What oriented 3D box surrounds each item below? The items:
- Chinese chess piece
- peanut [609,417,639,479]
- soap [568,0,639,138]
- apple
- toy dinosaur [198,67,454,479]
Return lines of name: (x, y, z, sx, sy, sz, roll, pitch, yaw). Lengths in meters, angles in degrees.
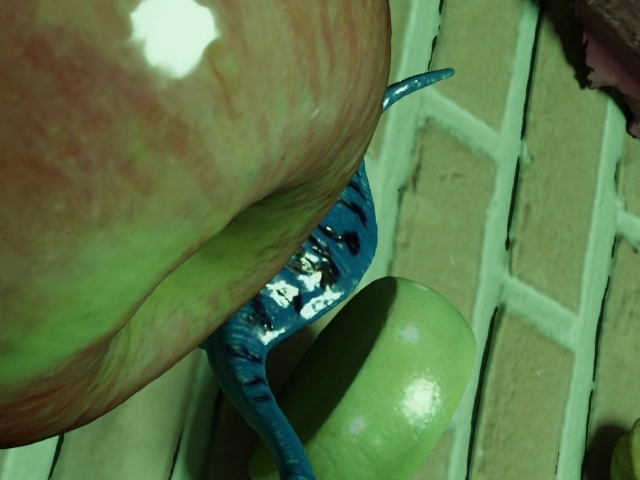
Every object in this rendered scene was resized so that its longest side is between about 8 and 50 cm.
Chinese chess piece: (0.022, 0.087, 0.928, 0.058, 0.144, 0.144, 35, 55, -11)
peanut: (0.277, 0.198, 1.200, 0.226, 0.095, 0.108, 40, 38, -27)
soap: (0.309, -0.142, 1.229, 0.325, 0.220, 0.127, 41, 58, -30)
apple: (-0.135, -0.077, 0.708, 0.269, 0.345, 0.345, 46, 45, 8)
toy dinosaur: (-0.032, 0.001, 0.903, 0.076, 0.144, 0.329, 93, 12, -45)
